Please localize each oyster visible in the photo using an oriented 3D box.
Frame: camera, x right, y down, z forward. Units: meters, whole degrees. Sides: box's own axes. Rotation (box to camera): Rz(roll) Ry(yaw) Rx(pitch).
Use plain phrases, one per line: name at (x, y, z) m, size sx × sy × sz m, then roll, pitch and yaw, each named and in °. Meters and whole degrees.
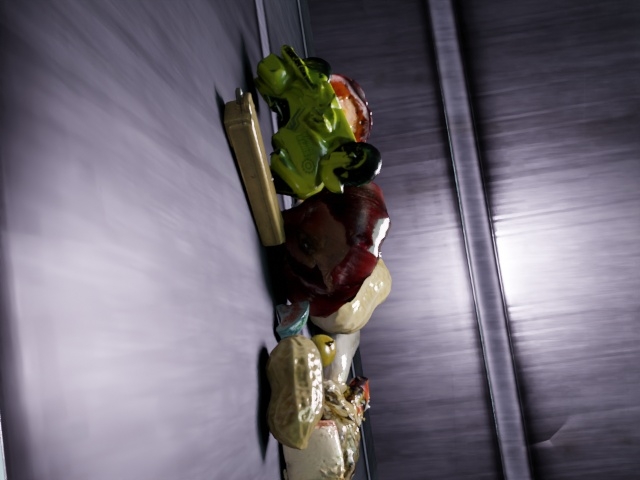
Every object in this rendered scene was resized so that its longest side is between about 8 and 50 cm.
oyster at (0.022, 0.408, 1.334) m, size 0.166 × 0.094 × 0.294 m, roll 160°, pitch -71°, yaw -77°

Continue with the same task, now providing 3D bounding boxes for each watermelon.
watermelon at (-0.058, 0.134, 1.220) m, size 0.061 × 0.085 × 0.085 m, roll 41°, pitch -7°, yaw 16°

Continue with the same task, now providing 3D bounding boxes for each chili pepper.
chili pepper at (0.037, -0.326, 2.048) m, size 0.251 × 0.229 × 0.305 m, roll 64°, pitch 6°, yaw -2°

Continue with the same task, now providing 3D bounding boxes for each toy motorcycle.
toy motorcycle at (-0.034, -0.196, 1.291) m, size 0.142 × 0.206 × 0.342 m, roll 78°, pitch -9°, yaw -54°

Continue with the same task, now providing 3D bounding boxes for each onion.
onion at (0.000, 0.000, 1.303) m, size 0.272 × 0.195 × 0.272 m, roll -160°, pitch -90°, yaw -75°

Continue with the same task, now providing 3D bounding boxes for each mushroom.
mushroom at (0.040, 0.270, 1.780) m, size 0.270 × 0.103 × 0.118 m, roll -71°, pitch 159°, yaw -64°

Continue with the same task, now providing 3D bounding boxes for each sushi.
sushi at (0.067, 0.421, 1.805) m, size 0.226 × 0.097 × 0.103 m, roll -40°, pitch 117°, yaw -67°

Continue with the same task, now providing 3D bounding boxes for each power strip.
power strip at (-0.100, -0.105, 1.125) m, size 0.064 × 0.044 × 0.305 m, roll -93°, pitch 174°, yaw -45°

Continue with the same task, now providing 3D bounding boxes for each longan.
longan at (0.004, 0.227, 1.499) m, size 0.075 × 0.083 × 0.075 m, roll 33°, pitch 35°, yaw -27°

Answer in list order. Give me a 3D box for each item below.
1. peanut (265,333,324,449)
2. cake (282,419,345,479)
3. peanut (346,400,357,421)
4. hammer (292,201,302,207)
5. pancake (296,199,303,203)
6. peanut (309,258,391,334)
peanut at (-0.037, 0.210, 1.035) m, size 0.194 × 0.083 × 0.093 m, roll -91°, pitch 170°, yaw -54°
cake at (-0.003, 0.358, 1.164) m, size 0.225 × 0.090 × 0.109 m, roll 75°, pitch 2°, yaw -66°
peanut at (0.036, 0.392, 1.512) m, size 0.214 × 0.090 × 0.099 m, roll -50°, pitch 119°, yaw -82°
hammer at (-0.025, 0.034, 1.655) m, size 0.103 × 0.029 × 0.246 m, roll 33°, pitch 45°, yaw -39°
pancake at (-0.033, -0.109, 1.808) m, size 0.266 × 0.057 × 0.244 m, roll -85°, pitch 165°, yaw -66°
peanut at (0.077, 0.134, 1.755) m, size 0.313 × 0.152 × 0.152 m, roll -42°, pitch 126°, yaw -55°
